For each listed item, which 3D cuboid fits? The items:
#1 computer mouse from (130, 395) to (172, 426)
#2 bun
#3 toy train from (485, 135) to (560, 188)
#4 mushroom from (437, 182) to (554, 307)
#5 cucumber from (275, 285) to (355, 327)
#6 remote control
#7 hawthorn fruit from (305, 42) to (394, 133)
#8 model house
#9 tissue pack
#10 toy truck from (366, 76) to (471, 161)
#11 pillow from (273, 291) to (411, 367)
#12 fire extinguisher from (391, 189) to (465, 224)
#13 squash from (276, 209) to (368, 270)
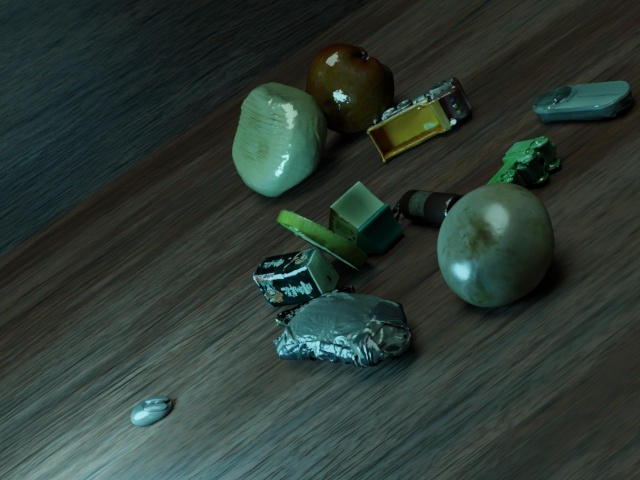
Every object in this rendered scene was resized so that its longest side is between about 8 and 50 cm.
[{"bbox_3d":[-0.368,0.364,1.774,0.096,0.039,0.066,-26,26,15],"label":"computer mouse"},{"bbox_3d":[-0.110,-0.297,2.448,0.213,0.361,0.361,3,1,-36],"label":"bun"},{"bbox_3d":[0.397,-0.125,1.708,0.251,0.085,0.119,-44,21,-27],"label":"toy train"},{"bbox_3d":[0.316,0.010,1.463,0.226,0.178,0.226,-38,42,44],"label":"mushroom"},{"bbox_3d":[-0.007,0.142,1.736,0.181,0.053,0.053,-26,25,13],"label":"cucumber"},{"bbox_3d":[0.586,-0.311,1.847,0.104,0.052,0.247,-42,25,-21],"label":"remote control"},{"bbox_3d":[0.071,-0.438,2.488,0.298,0.277,0.277,-50,22,10],"label":"hawthorn fruit"},{"bbox_3d":[0.102,-0.034,1.843,0.100,0.149,0.127,-45,-17,-19],"label":"model house"},{"bbox_3d":[-0.056,0.084,1.839,0.170,0.103,0.090,-14,28,38],"label":"tissue pack"},{"bbox_3d":[0.264,-0.326,2.192,0.270,0.114,0.135,-27,22,15],"label":"toy truck"},{"bbox_3d":[0.043,0.174,1.564,0.335,0.092,0.161,-2,44,48],"label":"pillow"},{"bbox_3d":[0.227,-0.063,1.816,0.231,0.071,0.099,10,76,57],"label":"fire extinguisher"},{"bbox_3d":[0.003,-0.004,1.798,0.041,0.219,0.219,-59,28,-3],"label":"squash"}]
